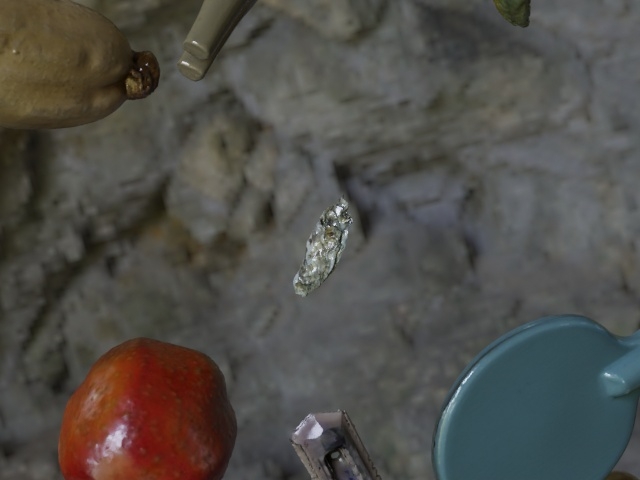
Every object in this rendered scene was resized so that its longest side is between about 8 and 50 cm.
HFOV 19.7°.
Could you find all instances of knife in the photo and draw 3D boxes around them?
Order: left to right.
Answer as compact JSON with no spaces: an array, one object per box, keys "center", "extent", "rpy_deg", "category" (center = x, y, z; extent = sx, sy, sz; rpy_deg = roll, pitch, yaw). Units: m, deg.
[{"center":[0.067,0.330,1.900],"extent":[0.089,0.365,0.043],"rpy_deg":[-31,20,-17],"category":"knife"}]

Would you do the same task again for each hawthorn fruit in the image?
[{"center":[-0.195,0.232,2.035],"extent":[0.205,0.205,0.253],"rpy_deg":[-13,33,19],"category":"hawthorn fruit"}]

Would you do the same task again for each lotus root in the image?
[{"center":[-0.157,-0.093,0.953],"extent":[0.150,0.073,0.062],"rpy_deg":[6,28,-29],"category":"lotus root"}]

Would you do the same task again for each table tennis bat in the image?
[{"center":[0.174,0.097,1.204],"extent":[0.237,0.149,0.038],"rpy_deg":[-32,32,-13],"category":"table tennis bat"}]

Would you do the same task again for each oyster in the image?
[{"center":[0.000,0.001,2.095],"extent":[0.098,0.037,0.100],"rpy_deg":[-54,20,40],"category":"oyster"}]

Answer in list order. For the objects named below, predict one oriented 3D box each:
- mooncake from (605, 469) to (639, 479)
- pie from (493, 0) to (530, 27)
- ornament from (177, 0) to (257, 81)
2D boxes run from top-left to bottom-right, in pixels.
[{"center":[0.192,0.281,1.367],"extent":[0.117,0.234,0.235],"rpy_deg":[-8,3,-9],"category":"mooncake"},{"center":[0.176,-0.372,2.086],"extent":[0.078,0.277,0.277],"rpy_deg":[-32,3,6],"category":"pie"},{"center":[-0.140,-0.280,1.570],"extent":[0.245,0.230,0.061],"rpy_deg":[-61,-3,-32],"category":"ornament"}]
